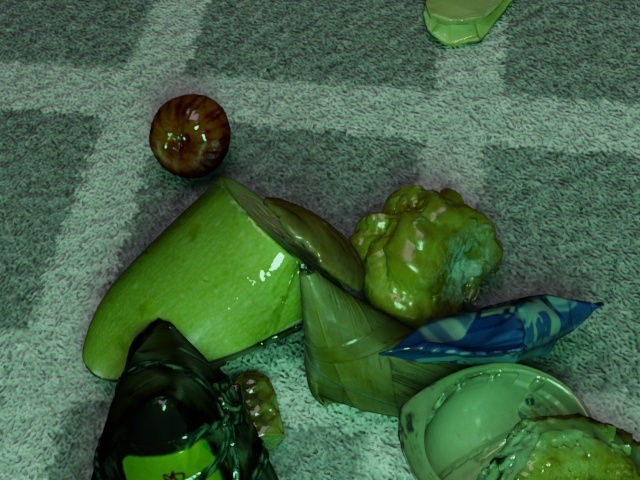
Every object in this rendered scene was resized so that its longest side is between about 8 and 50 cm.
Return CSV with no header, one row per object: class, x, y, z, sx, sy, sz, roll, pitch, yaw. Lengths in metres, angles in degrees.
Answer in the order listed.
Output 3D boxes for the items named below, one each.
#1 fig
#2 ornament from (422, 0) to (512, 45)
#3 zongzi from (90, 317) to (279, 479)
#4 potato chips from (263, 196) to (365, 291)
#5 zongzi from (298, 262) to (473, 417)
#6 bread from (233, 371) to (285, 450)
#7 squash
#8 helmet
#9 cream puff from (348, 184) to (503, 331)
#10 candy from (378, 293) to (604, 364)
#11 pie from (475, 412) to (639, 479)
fig,-0.194,-0.151,2.070,0.128,0.150,0.128,1,78,-5
ornament,0.241,-0.404,2.222,0.180,0.059,0.201,-11,51,-4
zongzi,-0.211,0.331,1.634,0.362,0.383,0.319,-22,9,1
potato chips,0.000,0.000,1.747,0.150,0.202,0.049,39,93,35
zongzi,0.085,0.125,1.734,0.228,0.256,0.115,9,48,14
bread,-0.087,0.220,1.805,0.066,0.060,0.110,-32,52,19
squash,-0.162,0.091,1.859,0.309,0.210,0.233,-49,33,8
helmet,0.194,0.267,1.673,0.258,0.137,0.204,-9,59,-25
cream puff,0.123,0.018,1.859,0.195,0.194,0.221,25,56,23
candy,0.219,0.111,1.697,0.187,0.331,0.077,-7,90,30
pie,0.279,0.355,1.549,0.354,0.288,0.103,-49,18,-13
